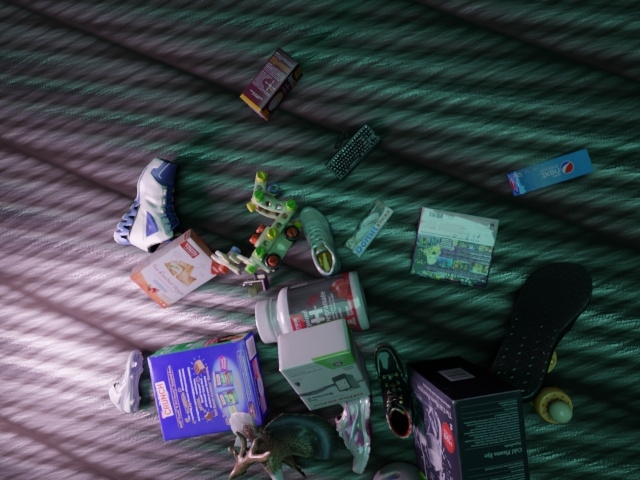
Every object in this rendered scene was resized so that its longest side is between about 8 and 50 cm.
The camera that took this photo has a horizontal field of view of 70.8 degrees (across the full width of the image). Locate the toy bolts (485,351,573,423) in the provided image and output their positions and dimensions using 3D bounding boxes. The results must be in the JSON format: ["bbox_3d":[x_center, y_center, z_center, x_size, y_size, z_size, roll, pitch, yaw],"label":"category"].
[{"bbox_3d":[0.591,0.406,1.279,0.228,0.158,0.219,-1,91,6],"label":"toy bolts"}]

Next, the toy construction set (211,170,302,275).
[{"bbox_3d":[-0.183,-0.024,1.351,0.214,0.151,0.328,33,87,0],"label":"toy construction set"}]

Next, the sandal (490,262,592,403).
[{"bbox_3d":[0.618,0.253,1.280,0.167,0.107,0.446,26,72,37],"label":"sandal"}]

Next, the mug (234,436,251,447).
[{"bbox_3d":[-0.231,0.621,1.427,0.064,0.062,0.078,17,99,-2],"label":"mug"}]

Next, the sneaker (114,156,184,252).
[{"bbox_3d":[-0.499,-0.090,1.427,0.182,0.127,0.316,30,101,2],"label":"sneaker"}]

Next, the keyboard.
[{"bbox_3d":[0.092,-0.285,1.398,0.108,0.023,0.180,45,94,4],"label":"keyboard"}]

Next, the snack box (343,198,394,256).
[{"bbox_3d":[0.149,-0.038,1.393,0.064,0.022,0.178,37,94,4],"label":"snack box"}]

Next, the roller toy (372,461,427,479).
[{"bbox_3d":[0.242,0.780,1.329,0.190,0.146,0.210,12,93,7],"label":"roller toy"}]

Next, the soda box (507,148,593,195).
[{"bbox_3d":[0.665,-0.196,1.310,0.209,0.067,0.071,-18,89,7],"label":"soda box"}]

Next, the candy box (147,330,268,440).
[{"bbox_3d":[-0.347,0.450,1.407,0.316,0.122,0.269,-11,91,5],"label":"candy box"}]

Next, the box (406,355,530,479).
[{"bbox_3d":[0.379,0.513,1.200,0.178,0.343,0.313,-7,89,-8],"label":"box"}]

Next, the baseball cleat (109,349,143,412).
[{"bbox_3d":[-0.638,0.457,1.466,0.109,0.072,0.206,3,87,13],"label":"baseball cleat"}]

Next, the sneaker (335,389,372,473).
[{"bbox_3d":[0.101,0.576,1.374,0.111,0.103,0.253,0,84,11],"label":"sneaker"}]

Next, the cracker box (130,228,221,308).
[{"bbox_3d":[-0.446,0.091,1.405,0.232,0.067,0.156,-33,121,6],"label":"cracker box"}]

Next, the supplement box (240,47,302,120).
[{"bbox_3d":[-0.147,-0.477,1.382,0.080,0.104,0.188,40,95,4],"label":"supplement box"}]

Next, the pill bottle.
[{"bbox_3d":[-0.023,0.209,1.338,0.318,0.176,0.177,-14,89,6],"label":"pill bottle"}]

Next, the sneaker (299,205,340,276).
[{"bbox_3d":[0.000,0.000,1.376,0.087,0.092,0.229,-24,87,8],"label":"sneaker"}]

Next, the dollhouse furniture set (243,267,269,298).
[{"bbox_3d":[-0.222,0.127,1.391,0.081,0.114,0.091,-7,102,16],"label":"dollhouse furniture set"}]

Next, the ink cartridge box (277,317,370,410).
[{"bbox_3d":[0.017,0.361,1.288,0.198,0.273,0.115,-17,45,7],"label":"ink cartridge box"}]

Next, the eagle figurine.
[{"bbox_3d":[-0.120,0.608,1.302,0.226,0.298,0.226,7,90,41],"label":"eagle figurine"}]

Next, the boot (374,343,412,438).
[{"bbox_3d":[0.215,0.434,1.312,0.085,0.178,0.237,-14,90,6],"label":"boot"}]

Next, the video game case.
[{"bbox_3d":[0.400,0.020,1.355,0.231,0.042,0.211,10,92,7],"label":"video game case"}]
